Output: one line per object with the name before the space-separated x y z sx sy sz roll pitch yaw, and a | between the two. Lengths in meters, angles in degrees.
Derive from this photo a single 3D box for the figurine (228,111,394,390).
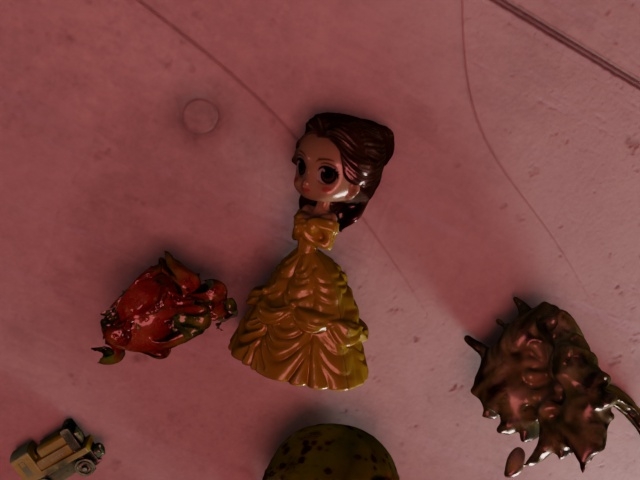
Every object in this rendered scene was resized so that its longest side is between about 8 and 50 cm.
figurine | -0.004 0.000 1.131 0.168 0.187 0.315 6 103 -20

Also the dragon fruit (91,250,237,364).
dragon fruit | -0.195 0.086 1.142 0.175 0.138 0.142 4 113 15

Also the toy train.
toy train | -0.354 0.294 1.250 0.122 0.050 0.081 -31 103 6

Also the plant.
plant | 0.339 0.220 1.289 0.180 0.251 0.333 -26 150 22

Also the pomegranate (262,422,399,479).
pomegranate | -0.002 0.361 1.242 0.198 0.198 0.246 40 103 -18
